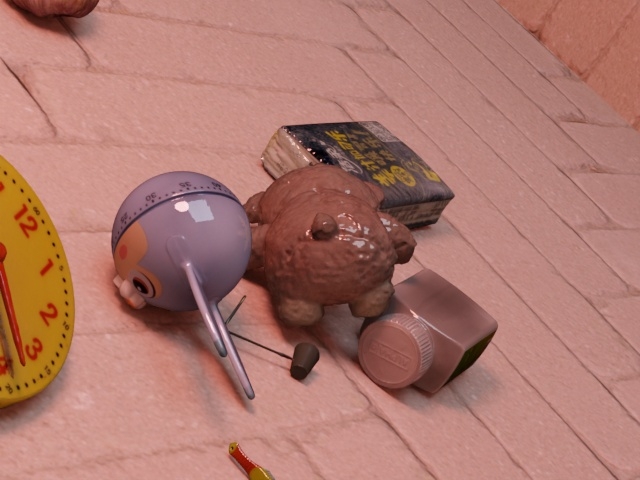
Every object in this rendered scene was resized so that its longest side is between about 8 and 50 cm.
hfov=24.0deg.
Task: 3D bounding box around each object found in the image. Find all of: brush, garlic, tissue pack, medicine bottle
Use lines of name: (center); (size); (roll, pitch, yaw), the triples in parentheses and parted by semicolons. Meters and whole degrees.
brush: (-0.065, 0.238, 1.543); (0.083, 0.019, 0.021); (46, 19, 23)
garlic: (-0.379, -0.365, 2.135); (0.147, 0.102, 0.159); (-1, 28, -29)
tissue pack: (0.058, -0.094, 2.186); (0.185, 0.081, 0.257); (44, 28, 22)
medicine bottle: (0.126, 0.118, 1.888); (0.132, 0.088, 0.188); (40, 27, 15)

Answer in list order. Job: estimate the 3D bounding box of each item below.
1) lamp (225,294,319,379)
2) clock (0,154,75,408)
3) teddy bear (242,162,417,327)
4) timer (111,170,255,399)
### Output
lamp: (-0.058, 0.121, 1.738); (0.121, 0.041, 0.054); (34, 34, -7)
clock: (-0.328, 0.023, 1.417); (0.277, 0.071, 0.293); (57, 26, -21)
teddy bear: (0.000, -0.001, 1.869); (0.236, 0.151, 0.267); (-5, 18, -9)
timer: (-0.155, 0.044, 1.662); (0.175, 0.175, 0.255); (18, 57, -29)
